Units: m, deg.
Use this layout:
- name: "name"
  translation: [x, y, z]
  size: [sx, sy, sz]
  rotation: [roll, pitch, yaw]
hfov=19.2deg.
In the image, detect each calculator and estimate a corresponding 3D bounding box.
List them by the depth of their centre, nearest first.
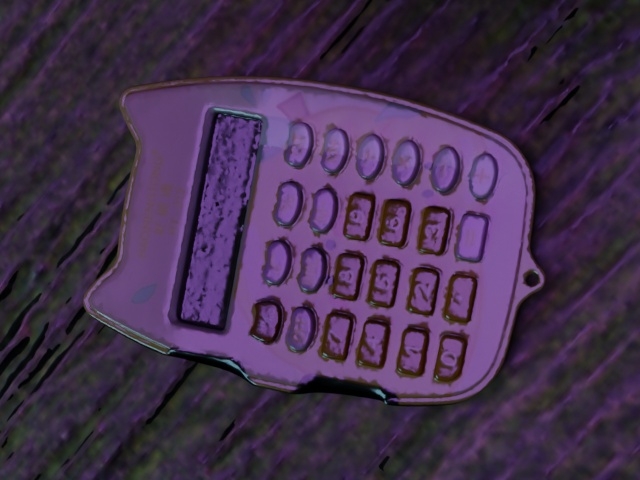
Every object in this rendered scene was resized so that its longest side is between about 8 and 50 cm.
- name: "calculator"
  translation: [0.000, 0.000, 0.952]
  size: [0.236, 0.033, 0.157]
  rotation: [11, 90, 19]
